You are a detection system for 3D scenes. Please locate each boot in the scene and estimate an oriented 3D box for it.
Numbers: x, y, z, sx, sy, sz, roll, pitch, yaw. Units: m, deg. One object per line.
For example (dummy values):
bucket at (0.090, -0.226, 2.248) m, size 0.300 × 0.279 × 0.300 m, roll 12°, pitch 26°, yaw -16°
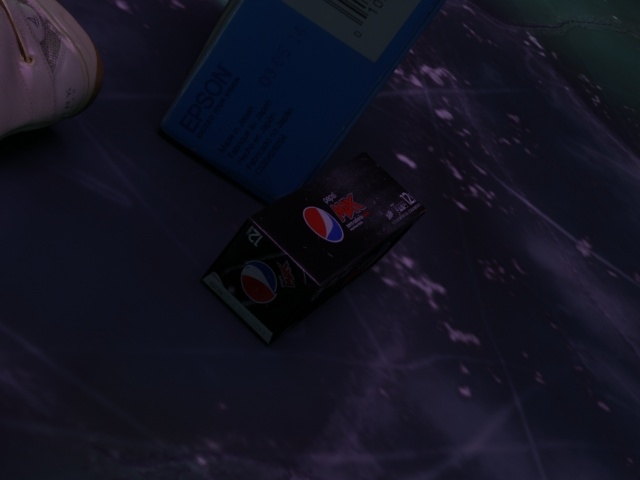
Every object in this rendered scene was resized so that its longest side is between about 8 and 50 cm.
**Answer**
boot at (-0.231, -0.123, 0.689) m, size 0.213 × 0.077 × 0.165 m, roll 43°, pitch 31°, yaw -1°

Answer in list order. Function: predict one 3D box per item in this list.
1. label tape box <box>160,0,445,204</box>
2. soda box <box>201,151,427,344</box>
label tape box at (0.022, -0.205, 0.928) m, size 0.106 × 0.240 × 0.333 m, roll 32°, pitch 29°, yaw -10°
soda box at (0.000, 0.000, 0.807) m, size 0.060 × 0.053 × 0.169 m, roll 44°, pitch 28°, yaw 8°
